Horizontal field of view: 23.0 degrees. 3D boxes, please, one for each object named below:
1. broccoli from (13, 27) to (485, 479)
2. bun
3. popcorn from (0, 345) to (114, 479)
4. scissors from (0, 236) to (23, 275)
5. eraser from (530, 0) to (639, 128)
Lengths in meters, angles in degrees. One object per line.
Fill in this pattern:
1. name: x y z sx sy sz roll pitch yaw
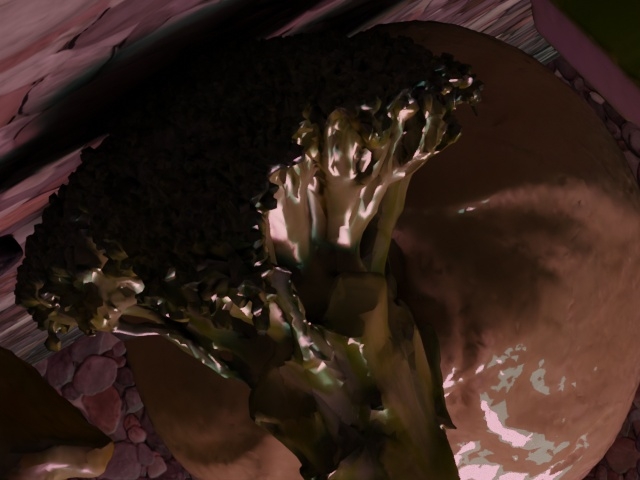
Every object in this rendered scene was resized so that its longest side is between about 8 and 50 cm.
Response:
1. broccoli: -0.015 0.072 0.837 0.252 0.361 0.221 -9 -176 -34
2. bun: 0.039 0.031 1.017 0.364 0.364 0.202 -32 177 8
3. popcorn: -0.255 0.177 0.881 0.276 0.276 0.225 -30 148 -62
4. scissors: -0.256 0.035 0.962 0.109 0.022 0.300 -35 178 4
5. eraser: 0.316 -0.209 1.203 0.274 0.210 0.092 -29 135 -4
